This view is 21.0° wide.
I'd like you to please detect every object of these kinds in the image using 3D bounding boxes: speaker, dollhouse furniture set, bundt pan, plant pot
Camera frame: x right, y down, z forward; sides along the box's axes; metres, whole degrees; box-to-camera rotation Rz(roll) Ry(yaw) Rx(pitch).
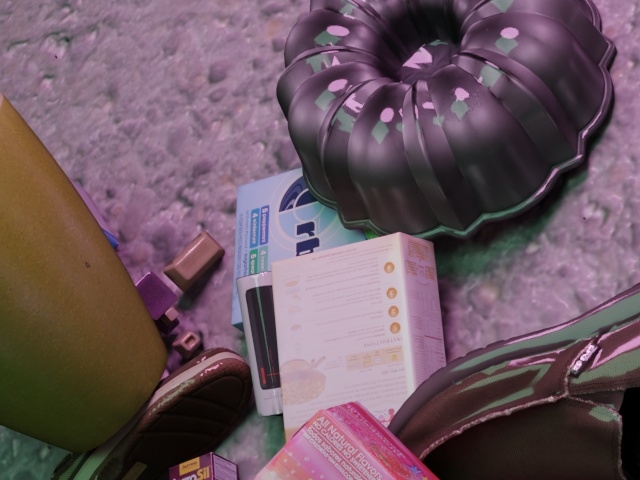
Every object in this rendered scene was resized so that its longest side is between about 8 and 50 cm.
[{"bbox_3d":[-0.043,0.099,1.635,0.055,0.055,0.136,-13,83,31],"label":"speaker"},{"bbox_3d":[-0.138,0.058,1.792,0.114,0.091,0.081,-46,1,-23],"label":"dollhouse furniture set"},{"bbox_3d":[0.102,-0.168,1.622,0.331,0.124,0.330,-14,54,19],"label":"bundt pan"},{"bbox_3d":[-0.292,0.057,1.638,0.275,0.293,0.275,-39,20,18],"label":"plant pot"}]

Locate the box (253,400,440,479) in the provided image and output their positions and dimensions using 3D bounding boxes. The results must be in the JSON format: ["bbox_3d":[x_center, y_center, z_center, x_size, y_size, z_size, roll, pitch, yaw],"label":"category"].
[{"bbox_3d":[0.073,0.276,1.331,0.300,0.154,0.142,44,96,11],"label":"box"}]

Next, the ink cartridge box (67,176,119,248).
[{"bbox_3d":[-0.408,0.033,1.854,0.307,0.223,0.129,-47,42,7],"label":"ink cartridge box"}]

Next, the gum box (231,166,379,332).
[{"bbox_3d":[0.000,0.000,1.698,0.184,0.041,0.157,-16,58,30],"label":"gum box"}]

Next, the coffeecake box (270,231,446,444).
[{"bbox_3d":[0.036,0.100,1.569,0.142,0.068,0.185,-13,74,31],"label":"coffeecake box"}]

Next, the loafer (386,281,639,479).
[{"bbox_3d":[0.209,0.141,1.402,0.366,0.134,0.130,-31,51,20],"label":"loafer"}]

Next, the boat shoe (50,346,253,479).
[{"bbox_3d":[-0.178,0.184,1.698,0.257,0.095,0.095,-42,42,11],"label":"boat shoe"}]

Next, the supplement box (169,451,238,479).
[{"bbox_3d":[-0.109,0.252,1.641,0.055,0.043,0.083,-25,53,26],"label":"supplement box"}]
